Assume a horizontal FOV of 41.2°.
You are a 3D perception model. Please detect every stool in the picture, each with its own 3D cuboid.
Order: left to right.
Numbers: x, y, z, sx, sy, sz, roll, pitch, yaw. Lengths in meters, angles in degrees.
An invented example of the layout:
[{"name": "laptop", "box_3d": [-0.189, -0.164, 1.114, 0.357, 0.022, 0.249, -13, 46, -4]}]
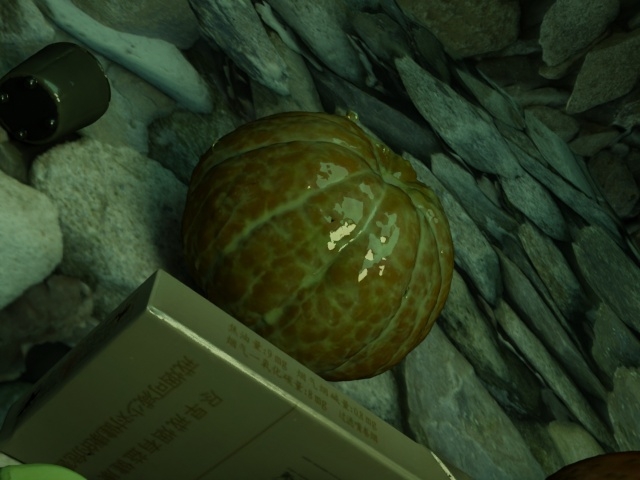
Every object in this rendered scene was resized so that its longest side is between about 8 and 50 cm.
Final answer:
[{"name": "stool", "box_3d": [-0.283, -0.153, 0.897, 0.096, 0.096, 0.110, 46, 30, -9]}]

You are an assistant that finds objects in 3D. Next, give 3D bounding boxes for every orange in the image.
[{"name": "orange", "box_3d": [0.000, 0.000, 0.964, 0.329, 0.249, 0.329, 39, 20, -17]}]

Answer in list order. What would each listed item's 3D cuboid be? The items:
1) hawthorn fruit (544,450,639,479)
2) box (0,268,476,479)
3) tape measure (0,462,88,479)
[{"name": "hawthorn fruit", "box_3d": [0.405, 0.398, 0.923, 0.403, 0.403, 0.402, 37, 29, -25]}, {"name": "box", "box_3d": [-0.048, 0.188, 0.688, 0.365, 0.205, 0.051, 37, 29, -23]}, {"name": "tape measure", "box_3d": [-0.146, 0.249, 0.565, 0.175, 0.106, 0.199, 12, 47, -47]}]
